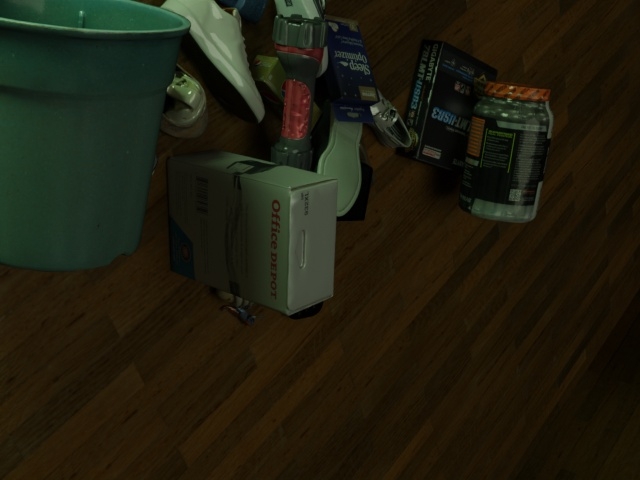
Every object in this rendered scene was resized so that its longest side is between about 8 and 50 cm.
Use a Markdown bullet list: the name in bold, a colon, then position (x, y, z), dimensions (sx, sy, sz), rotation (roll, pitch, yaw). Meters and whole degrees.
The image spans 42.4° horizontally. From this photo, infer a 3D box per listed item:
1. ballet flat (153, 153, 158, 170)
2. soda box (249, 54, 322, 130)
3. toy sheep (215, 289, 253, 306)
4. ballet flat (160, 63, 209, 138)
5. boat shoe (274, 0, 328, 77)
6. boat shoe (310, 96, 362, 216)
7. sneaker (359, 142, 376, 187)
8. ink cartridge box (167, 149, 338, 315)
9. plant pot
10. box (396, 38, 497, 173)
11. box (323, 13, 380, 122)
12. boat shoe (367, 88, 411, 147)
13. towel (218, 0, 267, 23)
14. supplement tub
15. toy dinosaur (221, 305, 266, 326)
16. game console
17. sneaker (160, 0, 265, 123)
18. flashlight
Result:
- **ballet flat**: position (-0.313, -0.105, 1.432), dimensions (0.041, 0.041, 0.114), rotation (41, 71, -49)
- **soda box**: position (-0.072, -0.288, 1.642), dimensions (0.181, 0.061, 0.058), rotation (44, 70, -49)
- **toy sheep**: position (-0.150, 0.087, 1.662), dimensions (0.132, 0.091, 0.091), rotation (-20, 119, -25)
- **ballet flat**: position (-0.265, -0.260, 1.378), dimensions (0.316, 0.106, 0.108), rotation (38, 73, -50)
- **boat shoe**: position (-0.031, -0.469, 1.603), dimensions (0.102, 0.108, 0.301), rotation (-40, 124, -34)
- **boat shoe**: position (0.021, -0.167, 1.692), dimensions (0.114, 0.091, 0.303), rotation (36, 49, -30)
- **sneaker**: position (0.069, -0.168, 1.857), dimensions (0.071, 0.066, 0.188), rotation (-52, 136, -18)
- **ink cartridge box**: position (-0.125, -0.024, 1.471), dimensions (0.129, 0.307, 0.223), rotation (-18, 117, -46)
- **plant pot**: position (-0.363, -0.156, 1.140), dimensions (0.341, 0.341, 0.334), rotation (-17, 122, -47)
- **box**: position (0.329, -0.332, 2.118), dimensions (0.295, 0.073, 0.294), rotation (9, 94, -51)
- **box**: position (0.055, -0.356, 1.715), dimensions (0.136, 0.036, 0.225), rotation (-7, 80, -50)
- **boat shoe**: position (0.146, -0.291, 1.898), dimensions (0.226, 0.075, 0.083), rotation (40, 71, -50)
- **towel**: position (-0.146, -0.451, 1.520), dimensions (0.119, 0.029, 0.067), rotation (21, 87, -52)
- **supplement tub**: position (0.478, -0.229, 2.116), dimensions (0.207, 0.207, 0.338), rotation (-11, 114, -49)
- **toy dinosaur**: position (-0.163, 0.152, 1.723), dimensions (0.090, 0.047, 0.082), rotation (-13, 128, -12)
- **game console**: position (0.000, 0.000, 1.819), dimensions (0.213, 0.044, 0.362), rotation (-3, 110, -36)
- **sneaker**: position (-0.161, -0.338, 1.478), dimensions (0.123, 0.105, 0.290), rotation (-54, 136, -20)
- **flashlight**: position (-0.049, -0.264, 1.552), dimensions (0.103, 0.103, 0.304), rotation (-1, 113, -19)
